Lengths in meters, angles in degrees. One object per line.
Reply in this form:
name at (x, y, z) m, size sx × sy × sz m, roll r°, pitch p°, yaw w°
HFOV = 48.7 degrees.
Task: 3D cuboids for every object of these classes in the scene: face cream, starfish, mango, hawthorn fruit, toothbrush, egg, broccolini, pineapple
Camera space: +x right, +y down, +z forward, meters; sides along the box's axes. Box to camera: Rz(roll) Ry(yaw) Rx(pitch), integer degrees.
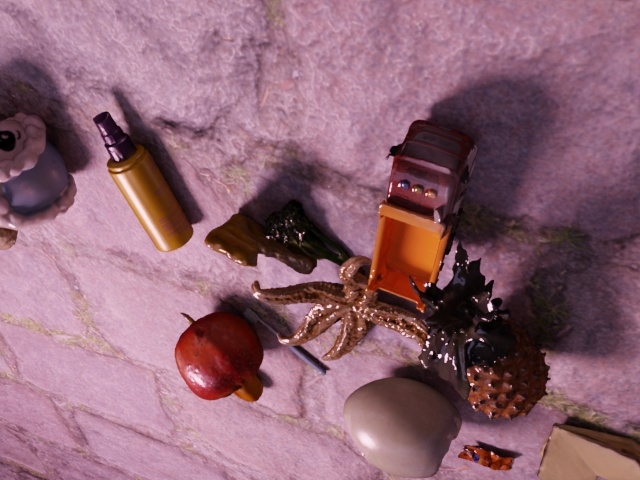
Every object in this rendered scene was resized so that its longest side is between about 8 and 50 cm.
face cream at (-0.315, -0.103, 1.239) m, size 0.078 × 0.078 × 0.273 m, roll 1°, pitch 132°, yaw 31°
starfish at (0.052, 0.131, 1.243) m, size 0.327 × 0.094 × 0.375 m, roll 11°, pitch 146°, yaw 12°
mango at (-0.179, 0.322, 1.614) m, size 0.114 × 0.060 × 0.080 m, roll 48°, pitch 153°, yaw -23°
hawthorn fruit at (-0.220, 0.223, 1.457) m, size 0.200 × 0.179 × 0.179 m, roll 48°, pitch 140°, yaw 5°
toothbrush at (-0.073, 0.211, 1.465) m, size 0.219 × 0.019 × 0.016 m, roll 40°, pitch 134°, yaw -12°
egg at (0.148, 0.349, 1.352) m, size 0.217 × 0.183 × 0.183 m, roll 26°, pitch 141°, yaw 17°
broccolini at (-0.003, 0.009, 1.182) m, size 0.201 × 0.058 × 0.074 m, roll 36°, pitch 126°, yaw -10°
pineapple at (0.225, 0.148, 1.047) m, size 0.165 × 0.165 × 0.364 m, roll -2°, pitch 150°, yaw 33°

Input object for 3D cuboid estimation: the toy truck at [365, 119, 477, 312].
toy truck at (0.137, -0.029, 0.996) m, size 0.114 × 0.135 × 0.270 m, roll 19°, pitch 139°, yaw 14°

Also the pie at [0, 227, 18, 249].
pie at (-0.666, -0.106, 1.359) m, size 0.274 × 0.055 × 0.274 m, roll 59°, pitch 169°, yaw 19°

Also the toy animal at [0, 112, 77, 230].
toy animal at (-0.546, -0.134, 1.280) m, size 0.208 × 0.156 × 0.204 m, roll 46°, pitch 156°, yaw 47°

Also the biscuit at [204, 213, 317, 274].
biscuit at (-0.096, 0.016, 1.174) m, size 0.174 × 0.183 × 0.039 m, roll 31°, pitch 106°, yaw 5°

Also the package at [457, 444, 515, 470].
package at (0.340, 0.447, 1.449) m, size 0.111 × 0.033 × 0.077 m, roll 15°, pitch 128°, yaw 10°

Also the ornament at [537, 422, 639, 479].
ornament at (0.480, 0.389, 1.291) m, size 0.201 × 0.059 × 0.180 m, roll -25°, pitch 115°, yaw 42°
